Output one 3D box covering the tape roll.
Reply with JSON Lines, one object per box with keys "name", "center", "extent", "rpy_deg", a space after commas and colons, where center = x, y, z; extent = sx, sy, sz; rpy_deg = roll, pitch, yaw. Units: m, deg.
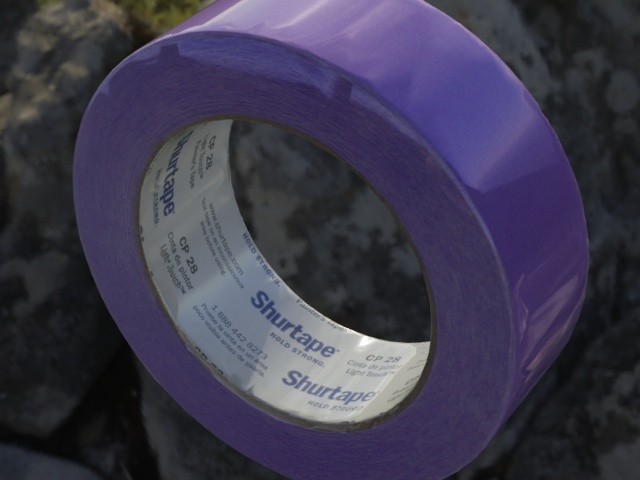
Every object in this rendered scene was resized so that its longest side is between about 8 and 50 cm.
{"name": "tape roll", "center": [0.000, 0.000, 0.800], "extent": [0.274, 0.275, 0.090], "rpy_deg": [8, 34, 33]}
